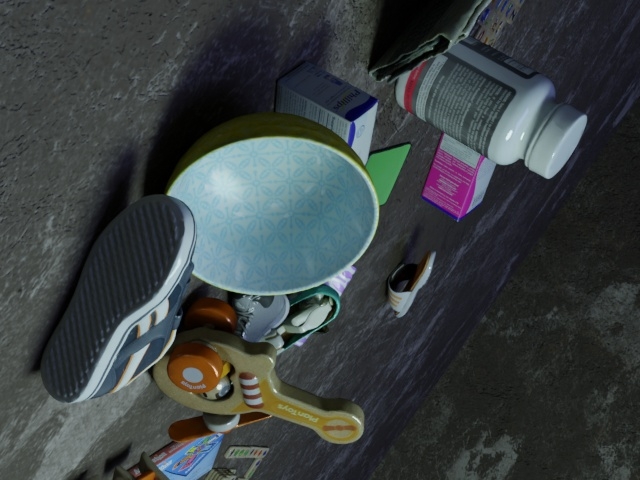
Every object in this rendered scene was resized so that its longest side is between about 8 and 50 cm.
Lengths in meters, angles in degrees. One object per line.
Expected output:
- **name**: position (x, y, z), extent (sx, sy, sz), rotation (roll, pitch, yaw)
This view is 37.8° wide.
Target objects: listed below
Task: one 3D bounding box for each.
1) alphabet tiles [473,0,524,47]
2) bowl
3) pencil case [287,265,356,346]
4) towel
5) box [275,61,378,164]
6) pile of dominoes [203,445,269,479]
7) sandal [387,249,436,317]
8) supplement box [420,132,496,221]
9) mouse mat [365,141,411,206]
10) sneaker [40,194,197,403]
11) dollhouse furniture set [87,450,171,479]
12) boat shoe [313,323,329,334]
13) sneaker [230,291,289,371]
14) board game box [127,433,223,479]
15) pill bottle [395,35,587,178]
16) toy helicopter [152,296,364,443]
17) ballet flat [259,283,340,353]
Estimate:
- **alphabet tiles**: position (0.385, -0.500, 1.921), extent (0.237, 0.009, 0.198), rotation (-62, 158, 13)
- **bowl**: position (-0.072, -0.077, 1.289), extent (0.156, 0.289, 0.289), rotation (-97, -166, -45)
- **pencil case**: position (-0.014, 0.106, 1.805), extent (0.206, 0.086, 0.088), rotation (-56, 163, -1)
- **towel**: position (0.232, -0.383, 1.485), extent (0.324, 0.056, 0.312), rotation (-50, -167, -12)
- **box**: position (0.005, -0.173, 1.385), extent (0.072, 0.137, 0.126), rotation (-41, 154, -36)
- **pile of dominoes**: position (-0.200, 0.552, 2.096), extent (0.196, 0.040, 0.251), rotation (-57, 158, -1)
- **sandal**: position (0.209, 0.089, 2.272), extent (0.265, 0.076, 0.102), rotation (112, -1, -55)
- **supplement box**: position (0.325, -0.174, 2.107), extent (0.111, 0.114, 0.220), rotation (-34, 150, -43)
- **mouse mat**: position (0.115, -0.121, 1.876), extent (0.189, 0.007, 0.152), rotation (-23, 141, -57)
- **sneaker**: position (-0.242, 0.072, 1.225), extent (0.321, 0.126, 0.127), rotation (-53, 157, 20)
- **dollhouse furniture set**: position (-0.363, 0.514, 1.525), extent (0.262, 0.135, 0.259), rotation (-23, 141, -45)
- **boat shoe**: position (-0.015, 0.162, 1.932), extent (0.056, 0.049, 0.152), rotation (-57, 158, 0)
- **sneaker**: position (-0.148, 0.142, 1.602), extent (0.229, 0.086, 0.132), rotation (-52, 150, -27)
- **board game box**: position (-0.286, 0.438, 1.770), extent (0.281, 0.027, 0.145), rotation (-24, 142, -54)
- **pill bottle**: position (0.308, -0.246, 1.685), extent (0.176, 0.318, 0.176), rotation (-44, 156, -26)
- **toy helicopter**: position (-0.102, 0.259, 1.515), extent (0.140, 0.355, 0.235), rotation (-79, -167, -53)
- **ballet flat**: position (-0.067, 0.159, 1.702), extent (0.247, 0.083, 0.087), rotation (-33, -167, -14)
